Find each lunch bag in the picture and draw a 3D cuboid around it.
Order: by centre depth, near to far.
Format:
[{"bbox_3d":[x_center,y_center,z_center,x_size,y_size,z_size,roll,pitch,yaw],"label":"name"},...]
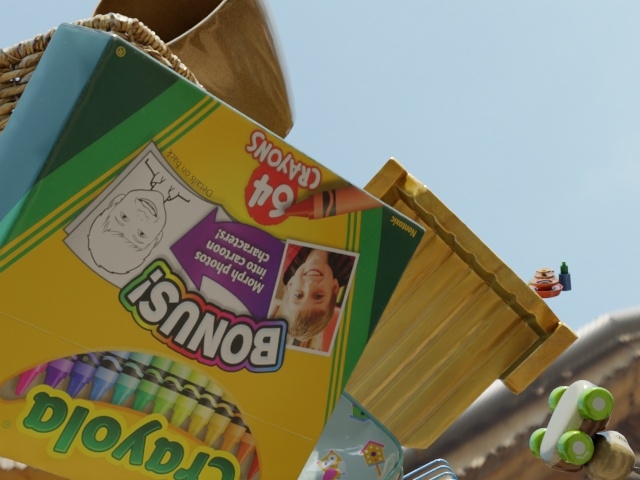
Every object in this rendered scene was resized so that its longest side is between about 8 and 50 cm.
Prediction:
[{"bbox_3d":[-0.035,0.320,1.659,0.279,0.224,0.108,-44,-24,-15],"label":"lunch bag"}]

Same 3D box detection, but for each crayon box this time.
[{"bbox_3d":[-0.122,0.049,1.009,0.363,0.106,0.313,29,-95,-39],"label":"crayon box"}]

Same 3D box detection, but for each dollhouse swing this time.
[{"bbox_3d":[0.125,0.121,1.756,0.305,0.347,0.315,-44,-8,1],"label":"dollhouse swing"}]

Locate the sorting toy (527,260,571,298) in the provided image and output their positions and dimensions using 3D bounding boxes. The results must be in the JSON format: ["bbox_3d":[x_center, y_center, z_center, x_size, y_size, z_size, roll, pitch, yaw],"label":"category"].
[{"bbox_3d":[0.322,0.051,1.729,0.102,0.061,0.042,-52,-42,-75],"label":"sorting toy"}]

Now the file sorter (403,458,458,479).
[{"bbox_3d":[0.198,0.459,2.094,0.118,0.170,0.104,-28,-83,-1],"label":"file sorter"}]

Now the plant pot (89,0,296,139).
[{"bbox_3d":[-0.139,-0.234,1.621,0.237,0.237,0.254,-47,-48,-12],"label":"plant pot"}]

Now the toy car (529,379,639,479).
[{"bbox_3d":[0.454,0.323,1.946,0.188,0.155,0.149,28,-101,-6],"label":"toy car"}]

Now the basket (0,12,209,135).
[{"bbox_3d":[-0.242,-0.085,1.272,0.213,0.299,0.223,1,-103,-62],"label":"basket"}]
